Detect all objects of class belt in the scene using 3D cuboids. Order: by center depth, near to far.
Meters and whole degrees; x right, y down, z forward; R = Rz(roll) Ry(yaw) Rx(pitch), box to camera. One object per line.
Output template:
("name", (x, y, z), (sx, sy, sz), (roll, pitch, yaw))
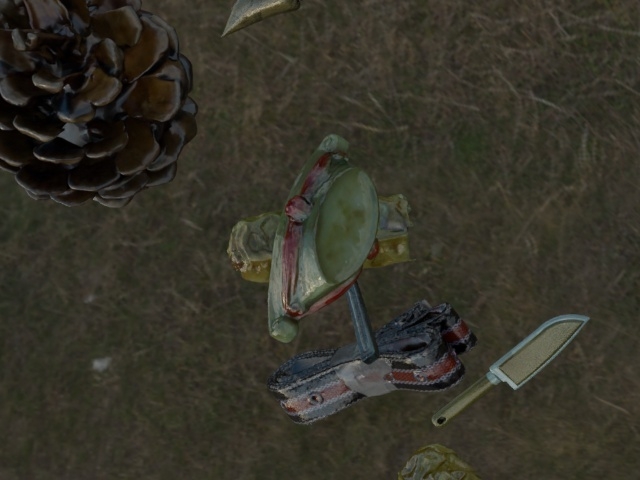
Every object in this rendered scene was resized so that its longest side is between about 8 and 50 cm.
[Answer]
("belt", (0.069, 0.195, 1.517), (0.359, 0.094, 0.126), (-25, 27, 33))

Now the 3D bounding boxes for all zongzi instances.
("zongzi", (-0.061, -0.231, 0.998), (0.076, 0.040, 0.083), (37, 94, 44))

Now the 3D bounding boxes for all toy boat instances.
("toy boat", (0.003, -0.008, 0.799), (0.071, 0.089, 0.185), (-16, 53, 58))

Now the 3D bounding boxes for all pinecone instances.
("pinecone", (-0.196, -0.129, 0.822), (0.179, 0.205, 0.184), (-1, 52, 1))

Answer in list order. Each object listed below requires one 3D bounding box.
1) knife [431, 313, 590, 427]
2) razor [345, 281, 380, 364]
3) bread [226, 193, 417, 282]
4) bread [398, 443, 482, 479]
("knife", (0.324, 0.227, 1.702), (0.061, 0.027, 0.343), (42, 116, -5))
("razor", (0.038, 0.067, 1.085), (0.066, 0.033, 0.190), (-37, 31, 18))
("bread", (0.000, -0.001, 1.404), (0.269, 0.098, 0.087), (-8, 41, 2))
("bread", (0.160, 0.281, 0.873), (0.084, 0.077, 0.367), (-52, 23, -2))
